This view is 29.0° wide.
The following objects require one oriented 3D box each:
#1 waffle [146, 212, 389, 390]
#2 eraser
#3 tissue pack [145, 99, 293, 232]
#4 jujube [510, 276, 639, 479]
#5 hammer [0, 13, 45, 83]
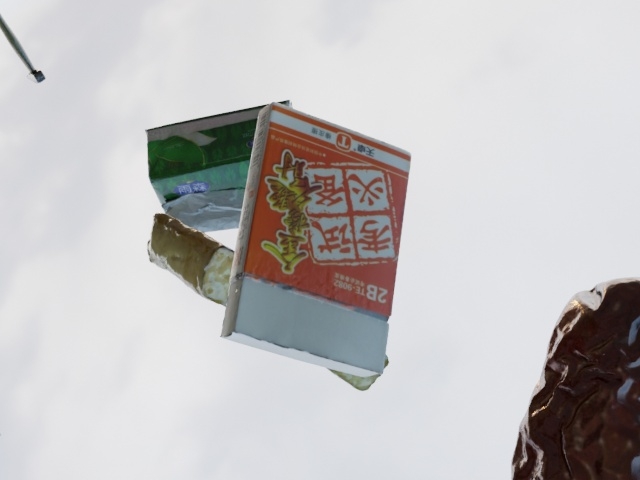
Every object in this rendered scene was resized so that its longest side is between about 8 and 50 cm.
[{"bbox_3d":[-0.062,0.068,1.347,0.168,0.274,0.057,25,-97,55],"label":"waffle"},{"bbox_3d":[0.000,0.000,1.153,0.038,0.157,0.230,-26,-129,58],"label":"eraser"},{"bbox_3d":[-0.124,-0.082,1.724,0.209,0.148,0.156,-10,-126,2],"label":"tissue pack"},{"bbox_3d":[0.306,0.207,1.289,0.216,0.216,0.342,5,-96,48],"label":"jujube"},{"bbox_3d":[-0.372,-0.264,1.390,0.013,0.199,0.062,-35,-161,-14],"label":"hammer"}]
